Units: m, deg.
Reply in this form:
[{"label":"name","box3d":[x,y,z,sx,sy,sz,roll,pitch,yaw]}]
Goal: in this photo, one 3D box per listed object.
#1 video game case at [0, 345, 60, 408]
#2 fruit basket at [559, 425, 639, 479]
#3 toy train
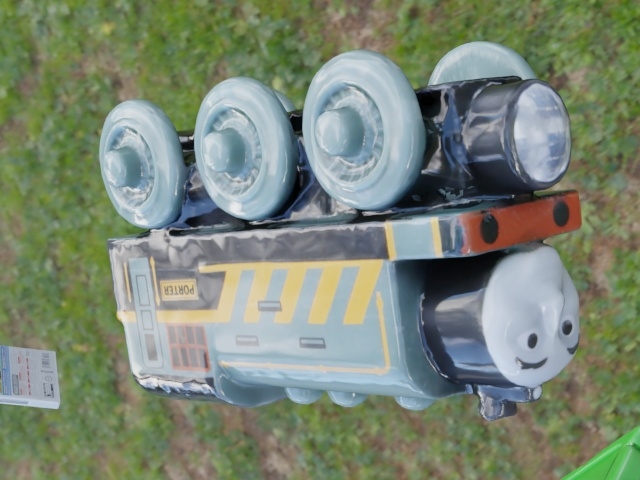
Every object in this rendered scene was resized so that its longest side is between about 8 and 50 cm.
[{"label":"video game case","box3d":[-0.335,0.138,1.246,0.087,0.122,0.011,-114,39,-54]},{"label":"fruit basket","box3d":[0.270,0.387,0.998,0.392,0.283,0.392,8,109,24]},{"label":"toy train","box3d":[0.000,0.000,0.668,0.334,0.142,0.190,-4,97,46]}]
